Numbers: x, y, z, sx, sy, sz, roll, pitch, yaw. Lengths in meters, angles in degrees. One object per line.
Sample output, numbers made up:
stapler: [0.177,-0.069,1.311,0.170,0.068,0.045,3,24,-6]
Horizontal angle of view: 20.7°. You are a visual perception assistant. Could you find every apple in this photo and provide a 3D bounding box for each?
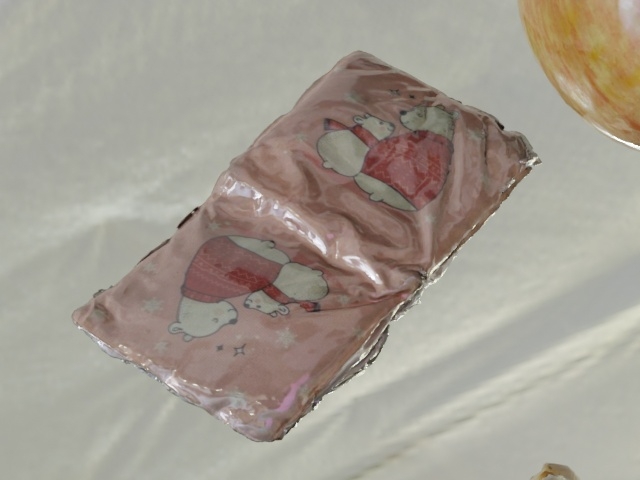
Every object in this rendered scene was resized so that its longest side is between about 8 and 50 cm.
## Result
apple: [0.165,-0.112,0.808,0.146,0.146,0.131,-31,-77,19]

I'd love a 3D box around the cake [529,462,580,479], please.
cake: [0.092,0.319,0.800,0.307,0.314,0.293,-42,-3,8]

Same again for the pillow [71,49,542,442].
pillow: [0.000,0.000,0.898,0.248,0.135,0.049,-47,-31,-31]
